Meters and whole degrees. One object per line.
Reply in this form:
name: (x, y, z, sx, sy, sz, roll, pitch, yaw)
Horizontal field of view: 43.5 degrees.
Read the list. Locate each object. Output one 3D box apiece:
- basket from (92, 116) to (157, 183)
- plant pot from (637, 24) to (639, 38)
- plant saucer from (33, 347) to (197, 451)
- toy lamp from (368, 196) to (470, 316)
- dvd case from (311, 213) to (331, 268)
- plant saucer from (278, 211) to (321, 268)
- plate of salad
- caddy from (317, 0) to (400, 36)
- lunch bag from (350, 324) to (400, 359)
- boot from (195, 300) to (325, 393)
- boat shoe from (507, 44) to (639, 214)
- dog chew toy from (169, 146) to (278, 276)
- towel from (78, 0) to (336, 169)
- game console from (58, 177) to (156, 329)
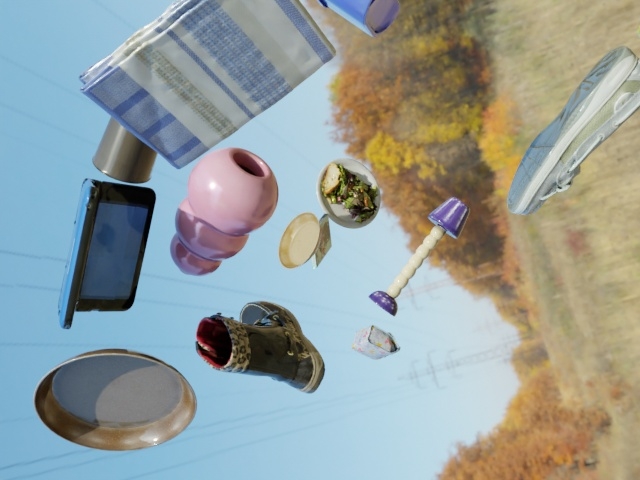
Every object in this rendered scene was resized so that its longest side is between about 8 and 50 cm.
basket: (-0.467, -0.284, 2.039, 0.154, 0.227, 0.204, 22, -162, -9)
plant pot: (0.868, -0.441, 1.812, 0.254, 0.276, 0.276, 43, -160, -7)
plant saucer: (-0.399, 0.307, 1.578, 0.050, 0.310, 0.310, -97, -19, -47)
toy lamp: (0.210, 0.030, 1.672, 0.080, 0.275, 0.080, 38, -177, -2)
dvd case: (0.000, 0.000, 1.843, 0.119, 0.013, 0.087, -51, -41, -59)
plant saucer: (-0.025, 0.002, 1.089, 0.015, 0.083, 0.083, 26, -138, -36)
plate of salad: (0.082, -0.130, 2.169, 0.200, 0.048, 0.200, 8, -108, -26)
caddy: (0.089, -0.538, 1.520, 0.179, 0.241, 0.341, 38, -171, 6)
lunch bag: (0.120, 0.220, 1.714, 0.083, 0.071, 0.053, 31, -122, -16)
boot: (-0.185, 0.244, 2.047, 0.284, 0.138, 0.377, 18, -163, -38)
boat shoe: (0.432, -0.165, 1.333, 0.103, 0.320, 0.118, 33, -167, -8)
dog chew toy: (-0.236, -0.050, 1.837, 0.206, 0.332, 0.206, 26, -151, -16)
towel: (-0.139, -0.226, 1.030, 0.209, 0.285, 0.034, 42, -161, -46)
game console: (-0.440, 0.029, 1.693, 0.250, 0.173, 0.293, -151, 72, -69)
